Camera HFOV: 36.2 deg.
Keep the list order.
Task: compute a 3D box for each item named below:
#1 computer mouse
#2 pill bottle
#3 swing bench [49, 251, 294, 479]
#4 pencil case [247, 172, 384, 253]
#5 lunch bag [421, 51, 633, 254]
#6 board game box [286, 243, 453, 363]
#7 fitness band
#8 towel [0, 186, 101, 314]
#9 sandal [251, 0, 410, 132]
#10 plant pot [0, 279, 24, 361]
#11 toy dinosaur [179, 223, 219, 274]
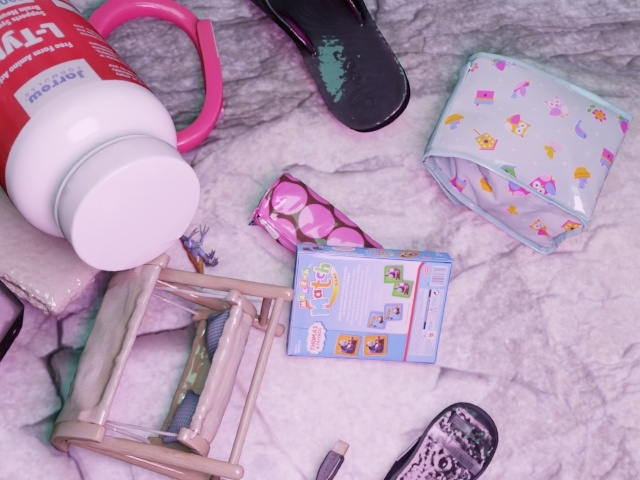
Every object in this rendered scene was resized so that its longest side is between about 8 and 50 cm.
[{"bbox_3d":[0.104,0.307,1.305,0.184,0.060,0.262,35,78,3],"label":"computer mouse"},{"bbox_3d":[-0.334,-0.152,1.286,0.229,0.229,0.408,-31,55,-19],"label":"pill bottle"},{"bbox_3d":[-0.192,0.166,1.264,0.254,0.165,0.253,16,66,-1],"label":"swing bench"},{"bbox_3d":[0.000,0.000,1.407,0.209,0.095,0.098,36,36,9],"label":"pencil case"},{"bbox_3d":[0.297,-0.142,1.475,0.262,0.160,0.223,29,66,-1],"label":"lunch bag"},{"bbox_3d":[0.065,0.088,1.349,0.211,0.160,0.039,4,22,-8],"label":"board game box"},{"bbox_3d":[-0.258,-0.255,1.505,0.209,0.054,0.291,-7,67,-9],"label":"fitness band"},{"bbox_3d":[-0.413,-0.021,1.347,0.282,0.049,0.187,30,50,13],"label":"towel"},{"bbox_3d":[-0.010,-0.372,1.527,0.167,0.107,0.446,-38,74,10],"label":"sandal"},{"bbox_3d":[-0.484,0.110,1.247,0.167,0.188,0.187,31,65,-7],"label":"plant pot"},{"bbox_3d":[-0.186,0.010,1.403,0.082,0.047,0.090,22,74,22],"label":"toy dinosaur"}]
